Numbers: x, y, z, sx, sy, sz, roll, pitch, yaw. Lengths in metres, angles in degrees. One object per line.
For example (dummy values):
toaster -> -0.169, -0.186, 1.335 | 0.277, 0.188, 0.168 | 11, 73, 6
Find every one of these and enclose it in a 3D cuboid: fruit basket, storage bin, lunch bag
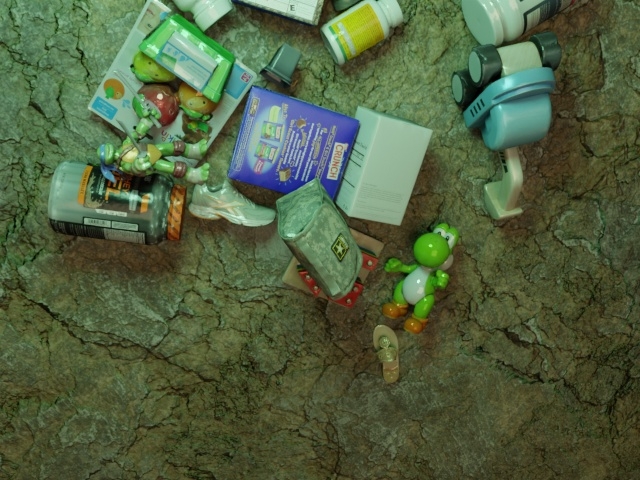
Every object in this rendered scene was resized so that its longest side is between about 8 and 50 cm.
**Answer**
fruit basket -> -0.400, -0.397, 1.421 | 0.327, 0.165, 0.353 | 34, 106, -19
storage bin -> -0.099, -0.477, 1.456 | 0.098, 0.135, 0.091 | 28, 95, -17
lunch bag -> 0.000, 0.000, 1.452 | 0.169, 0.287, 0.235 | -28, 119, 10

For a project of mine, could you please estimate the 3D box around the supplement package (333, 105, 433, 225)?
supplement package -> 0.172, -0.219, 1.558 | 0.177, 0.175, 0.293 | 10, 109, -21

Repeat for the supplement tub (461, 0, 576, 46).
supplement tub -> 0.546, -0.667, 1.442 | 0.272, 0.191, 0.191 | -31, 112, 4

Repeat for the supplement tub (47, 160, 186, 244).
supplement tub -> -0.556, -0.099, 1.486 | 0.338, 0.207, 0.207 | 7, 110, -12

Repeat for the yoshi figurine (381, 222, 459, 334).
yoshi figurine -> 0.322, 0.112, 1.712 | 0.203, 0.203, 0.362 | 20, 104, -9

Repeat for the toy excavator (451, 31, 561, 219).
toy excavator -> 0.542, -0.303, 1.547 | 0.222, 0.433, 0.445 | -12, 84, -4

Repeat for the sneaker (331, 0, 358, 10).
sneaker -> 0.113, -0.724, 1.408 | 0.227, 0.087, 0.130 | -27, 123, 8

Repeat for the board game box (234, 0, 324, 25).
board game box -> -0.086, -0.727, 1.351 | 0.232, 0.141, 0.291 | 13, 108, -13

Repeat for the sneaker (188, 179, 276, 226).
sneaker -> -0.257, -0.116, 1.588 | 0.262, 0.099, 0.121 | 9, 105, -13

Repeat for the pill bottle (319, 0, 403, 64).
pill bottle -> 0.114, -0.582, 1.450 | 0.208, 0.117, 0.117 | -30, 112, 3

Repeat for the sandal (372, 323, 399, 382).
sandal -> 0.245, 0.413, 1.873 | 0.088, 0.079, 0.240 | -13, 112, -3

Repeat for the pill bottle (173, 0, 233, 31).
pill bottle -> -0.332, -0.658, 1.346 | 0.131, 0.131, 0.229 | -36, 111, 6

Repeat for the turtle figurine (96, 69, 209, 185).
turtle figurine -> -0.410, -0.247, 1.343 | 0.266, 0.198, 0.274 | 8, 111, -30

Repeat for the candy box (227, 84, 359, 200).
candy box -> -0.082, -0.272, 1.538 | 0.317, 0.122, 0.268 | 15, 107, -13

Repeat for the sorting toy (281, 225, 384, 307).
sorting toy -> 0.044, 0.079, 1.709 | 0.255, 0.089, 0.257 | 23, 106, -16
